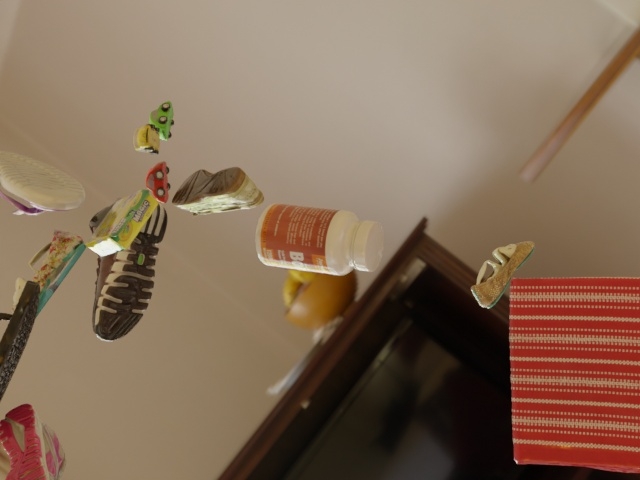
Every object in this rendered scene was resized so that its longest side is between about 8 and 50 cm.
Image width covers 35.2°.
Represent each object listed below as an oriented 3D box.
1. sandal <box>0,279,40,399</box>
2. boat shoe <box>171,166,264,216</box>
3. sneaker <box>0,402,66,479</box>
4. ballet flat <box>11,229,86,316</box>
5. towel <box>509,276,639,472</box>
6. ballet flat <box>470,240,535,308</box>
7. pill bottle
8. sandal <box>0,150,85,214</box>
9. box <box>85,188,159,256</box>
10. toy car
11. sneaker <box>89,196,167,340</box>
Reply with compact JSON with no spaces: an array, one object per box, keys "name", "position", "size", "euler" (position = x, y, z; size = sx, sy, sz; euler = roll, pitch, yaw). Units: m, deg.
[{"name":"sandal","position":[-0.630,0.253,1.863],"size":[0.445,0.107,0.167],"euler":[-60,12,26]},{"name":"boat shoe","position":[-0.237,-0.098,2.258],"size":[0.285,0.089,0.104],"euler":[1,57,55]},{"name":"sneaker","position":[-0.514,0.427,1.852],"size":[0.103,0.252,0.111],"euler":[-24,-37,14]},{"name":"ballet flat","position":[-0.572,0.080,2.061],"size":[0.241,0.077,0.091],"euler":[-58,-4,-21]},{"name":"towel","position":[0.368,0.189,1.431],"size":[0.031,0.199,0.274],"euler":[1,-92,-67]},{"name":"ballet flat","position":[0.386,0.054,2.145],"size":[0.206,0.067,0.073],"euler":[-49,6,-33]},{"name":"pill bottle","position":[0.000,0.000,1.848],"size":[0.121,0.216,0.121],"euler":[7,-90,-65]},{"name":"sandal","position":[-0.625,-0.106,2.161],"size":[0.169,0.416,0.102],"euler":[2,-74,-36]},{"name":"box","position":[-0.337,-0.030,1.728],"size":[0.105,0.043,0.179],"euler":[-58,18,-19]},{"name":"toy car","position":[-0.388,-0.237,2.383],"size":[0.239,0.053,0.225],"euler":[85,-172,-51]},{"name":"sneaker","position":[-0.399,0.046,1.953],"size":[0.106,0.162,0.281],"euler":[24,-95,-48]}]
